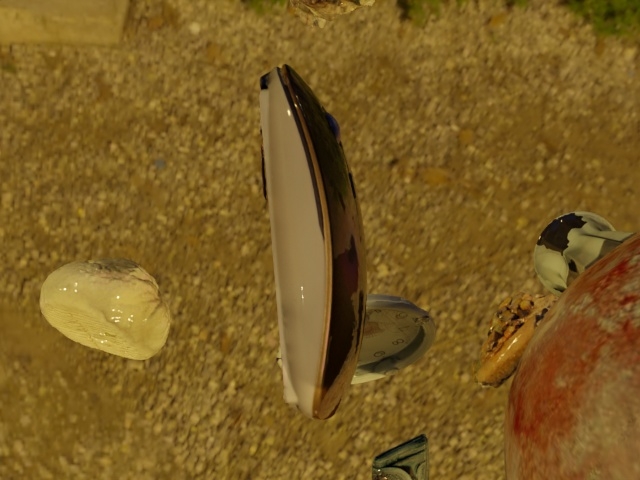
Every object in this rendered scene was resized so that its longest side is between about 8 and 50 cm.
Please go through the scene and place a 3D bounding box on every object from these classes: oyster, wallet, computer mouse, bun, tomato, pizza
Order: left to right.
[{"bbox_3d":[-0.178,0.051,0.926,0.115,0.115,0.069,22,63,-1],"label":"bun"},{"bbox_3d":[0.000,0.000,0.960,0.072,0.158,0.310,-7,84,11],"label":"computer mouse"},{"bbox_3d":[0.010,-0.299,1.229,0.053,0.166,0.108,-15,98,-42],"label":"oyster"},{"bbox_3d":[0.109,0.325,1.465,0.088,0.129,0.026,-21,36,-24],"label":"wallet"},{"bbox_3d":[0.285,0.122,1.590,0.069,0.147,0.226,40,37,0],"label":"pizza"},{"bbox_3d":[0.269,0.129,0.657,0.317,0.282,0.316,1,24,0],"label":"tomato"}]

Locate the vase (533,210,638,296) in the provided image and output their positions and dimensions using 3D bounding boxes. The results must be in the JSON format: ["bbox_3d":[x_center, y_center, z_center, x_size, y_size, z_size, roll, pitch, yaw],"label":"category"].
[{"bbox_3d":[0.344,0.053,1.211,0.165,0.165,0.360,12,11,-8],"label":"vase"}]

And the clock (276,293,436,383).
[{"bbox_3d":[0.050,0.137,1.596,0.236,0.236,0.053,1,56,-16],"label":"clock"}]

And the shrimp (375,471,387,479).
[{"bbox_3d":[-0.015,0.337,1.159,0.145,0.254,0.059,18,13,11],"label":"shrimp"}]
